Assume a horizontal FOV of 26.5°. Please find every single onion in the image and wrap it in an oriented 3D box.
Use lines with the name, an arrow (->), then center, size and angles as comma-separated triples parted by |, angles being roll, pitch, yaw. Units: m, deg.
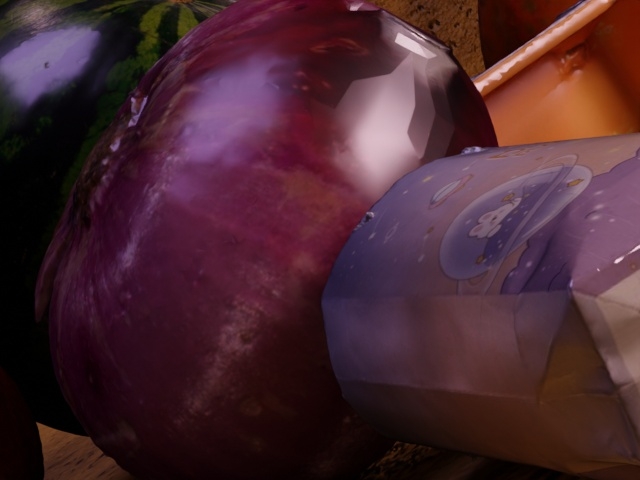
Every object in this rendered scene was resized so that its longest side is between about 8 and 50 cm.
onion -> -0.012, -0.008, 0.542 | 0.200, 0.200, 0.207 | -28, 8, 40

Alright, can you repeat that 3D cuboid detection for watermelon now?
watermelon -> -0.103, -0.022, 0.800 | 0.285, 0.285, 0.285 | -32, 4, 3

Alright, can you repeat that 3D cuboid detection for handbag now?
handbag -> 0.075, 0.018, 0.395 | 0.117, 0.095, 0.173 | -27, 10, -24

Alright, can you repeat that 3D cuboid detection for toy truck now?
toy truck -> 0.142, -0.072, 0.740 | 0.270, 0.114, 0.135 | -36, 6, -29

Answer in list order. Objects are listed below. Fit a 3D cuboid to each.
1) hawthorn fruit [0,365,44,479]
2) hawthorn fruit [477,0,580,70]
hawthorn fruit -> -0.240, 0.094, 0.628 | 0.210, 0.266, 0.230 | -12, 11, 10
hawthorn fruit -> 0.193, -0.162, 0.925 | 0.189, 0.189, 0.189 | -32, 4, 3
